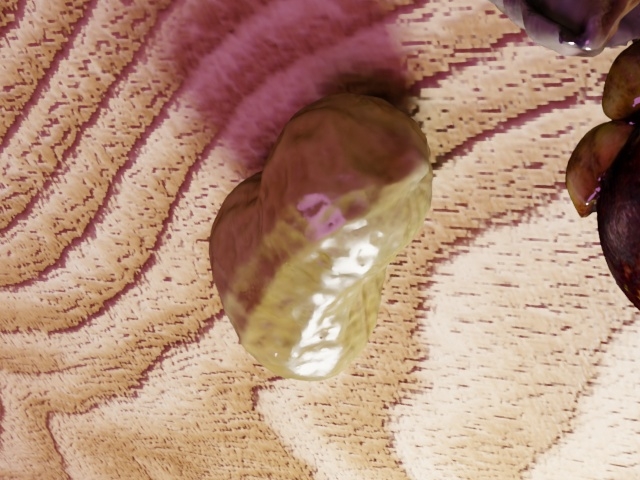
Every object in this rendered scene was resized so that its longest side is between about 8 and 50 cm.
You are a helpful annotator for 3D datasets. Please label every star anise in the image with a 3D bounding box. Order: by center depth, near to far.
[{"bbox_3d":[0.098,-0.168,0.635,0.229,0.093,0.236,31,-162,-45],"label":"star anise"}]

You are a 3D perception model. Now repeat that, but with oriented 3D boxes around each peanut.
[{"bbox_3d":[-0.009,-0.001,0.951,0.159,0.143,0.291,19,143,0],"label":"peanut"}]

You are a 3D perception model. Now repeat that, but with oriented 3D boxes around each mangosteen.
[{"bbox_3d":[0.241,-0.050,0.699,0.217,0.192,0.192,62,154,24],"label":"mangosteen"}]
